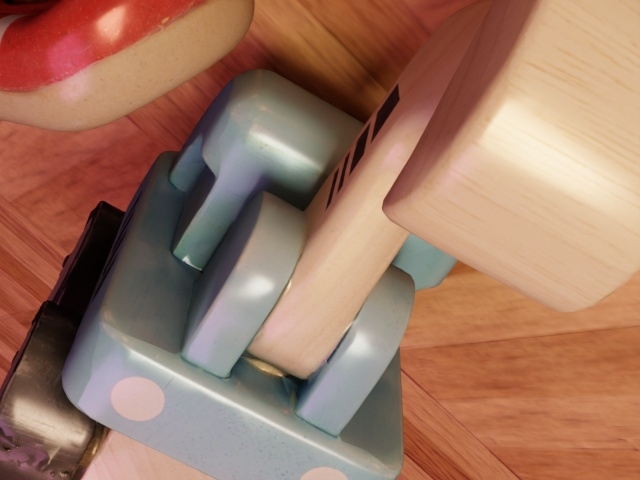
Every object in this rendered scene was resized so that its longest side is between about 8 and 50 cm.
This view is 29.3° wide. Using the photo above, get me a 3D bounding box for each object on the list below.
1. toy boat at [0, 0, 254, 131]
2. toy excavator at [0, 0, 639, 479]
[{"bbox_3d":[-0.146,-0.154,0.655,0.231,0.151,0.151,13,130,37],"label":"toy boat"},{"bbox_3d":[0.000,0.000,0.637,0.222,0.433,0.445,27,114,-11],"label":"toy excavator"}]
